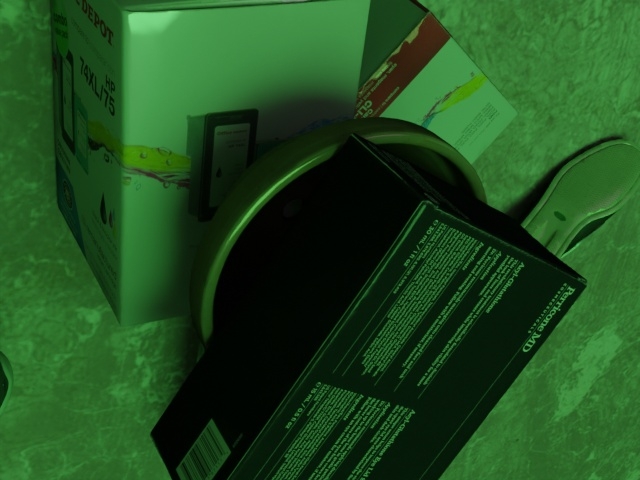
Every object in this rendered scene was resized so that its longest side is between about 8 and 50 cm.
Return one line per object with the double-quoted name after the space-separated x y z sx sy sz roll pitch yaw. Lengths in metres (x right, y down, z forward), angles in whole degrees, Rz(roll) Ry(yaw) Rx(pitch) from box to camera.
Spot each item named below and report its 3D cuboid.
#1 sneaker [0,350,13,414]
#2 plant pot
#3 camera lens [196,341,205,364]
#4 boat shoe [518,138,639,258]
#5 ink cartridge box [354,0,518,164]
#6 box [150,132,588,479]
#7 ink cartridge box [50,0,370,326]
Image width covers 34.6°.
-0.433 0.230 0.962 0.385 0.145 0.147 -41 155 3 "sneaker"
0.000 0.000 0.784 0.237 0.110 0.237 -18 130 -22 "plant pot"
-0.023 0.153 1.081 0.219 0.219 0.274 -7 125 -28 "camera lens"
0.304 -0.037 1.264 0.233 0.084 0.079 -43 173 -7 "boat shoe"
0.076 -0.147 0.985 0.127 0.128 0.176 -47 133 7 "ink cartridge box"
0.033 0.083 0.719 0.184 0.103 0.261 24 107 -38 "box"
-0.102 -0.107 0.854 0.197 0.198 0.270 -11 126 -26 "ink cartridge box"
